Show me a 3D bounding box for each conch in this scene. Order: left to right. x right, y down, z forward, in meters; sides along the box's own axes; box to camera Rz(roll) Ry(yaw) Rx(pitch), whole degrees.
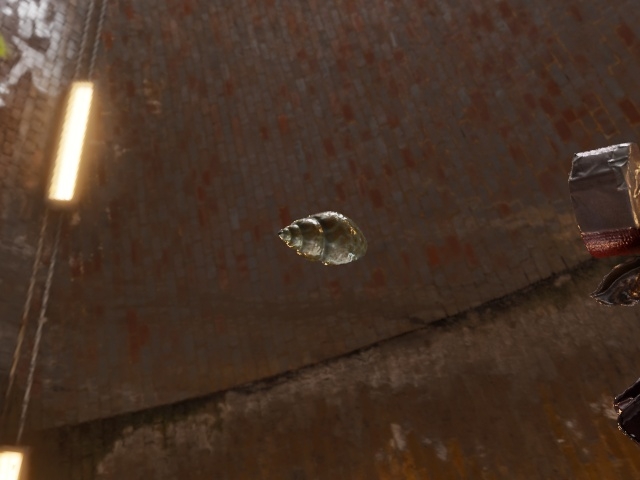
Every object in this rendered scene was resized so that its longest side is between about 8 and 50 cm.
[{"bbox_3d":[0.012,-0.009,1.277,0.172,0.106,0.116,8,-130,9],"label":"conch"}]

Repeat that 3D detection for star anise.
[{"bbox_3d":[0.549,0.047,1.018,0.212,0.197,0.073,-39,-107,34],"label":"star anise"}]

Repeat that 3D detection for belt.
[{"bbox_3d":[0.528,-0.071,1.093,0.124,0.128,0.201,-9,-78,44],"label":"belt"}]

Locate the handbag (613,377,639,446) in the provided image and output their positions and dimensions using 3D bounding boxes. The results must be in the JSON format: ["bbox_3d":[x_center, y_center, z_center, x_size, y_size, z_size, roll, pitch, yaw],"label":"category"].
[{"bbox_3d":[0.573,0.247,0.906,0.216,0.203,0.074,-55,180,24],"label":"handbag"}]
